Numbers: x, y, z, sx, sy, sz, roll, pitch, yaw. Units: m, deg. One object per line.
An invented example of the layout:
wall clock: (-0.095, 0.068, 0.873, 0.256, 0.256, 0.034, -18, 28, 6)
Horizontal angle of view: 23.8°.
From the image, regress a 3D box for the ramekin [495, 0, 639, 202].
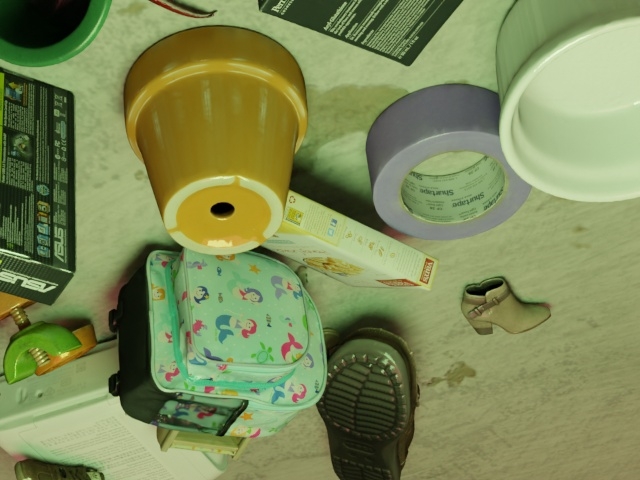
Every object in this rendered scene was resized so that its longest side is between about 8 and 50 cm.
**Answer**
ramekin: (0.322, -0.182, 1.658, 0.277, 0.135, 0.277, -5, 140, -4)

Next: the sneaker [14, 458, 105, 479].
sneaker: (-0.334, 0.328, 2.061, 0.071, 0.066, 0.188, -38, 138, 11)

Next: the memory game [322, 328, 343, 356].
memory game: (-0.038, 0.176, 2.121, 0.186, 0.012, 0.186, -5, 140, -4)

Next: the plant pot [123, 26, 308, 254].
plant pot: (-0.109, -0.095, 1.652, 0.205, 0.188, 0.205, -5, 140, -4)

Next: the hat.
hat: (-0.257, -0.265, 1.557, 0.173, 0.183, 0.208, -33, 92, 18)

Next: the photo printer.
photo printer: (-0.286, 0.272, 2.122, 0.256, 0.107, 0.307, -18, 139, 14)

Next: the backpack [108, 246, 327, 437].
backpack: (-0.112, 0.125, 1.888, 0.254, 0.225, 0.191, 17, 139, -32)

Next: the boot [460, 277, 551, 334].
boot: (0.248, 0.085, 2.038, 0.118, 0.042, 0.087, -16, 132, -1)

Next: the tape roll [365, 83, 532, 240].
tape roll: (0.150, -0.089, 1.784, 0.189, 0.080, 0.189, -5, 141, -4)

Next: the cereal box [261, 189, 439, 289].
cereal box: (0.000, 0.000, 1.824, 0.240, 0.047, 0.173, 25, 167, -32)

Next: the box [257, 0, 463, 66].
box: (0.076, -0.314, 1.489, 0.184, 0.103, 0.261, 15, 135, -29)

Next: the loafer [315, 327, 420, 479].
loafer: (0.072, 0.218, 2.111, 0.134, 0.130, 0.366, 18, 146, 10)

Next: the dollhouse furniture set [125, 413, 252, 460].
dollhouse furniture set: (-0.186, 0.191, 1.992, 0.182, 0.161, 0.101, 12, 132, -25)

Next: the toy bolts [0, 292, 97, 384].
toy bolts: (-0.419, 0.112, 1.934, 0.228, 0.158, 0.218, -29, 177, 10)

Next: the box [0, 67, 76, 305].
box: (-0.362, -0.077, 1.572, 0.216, 0.270, 0.060, 17, 133, -27)
